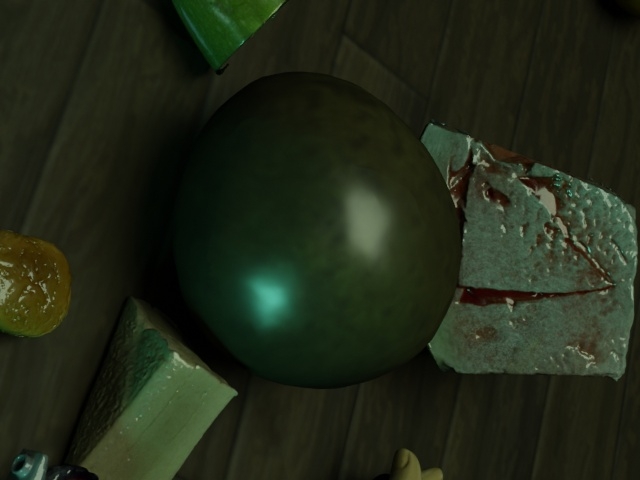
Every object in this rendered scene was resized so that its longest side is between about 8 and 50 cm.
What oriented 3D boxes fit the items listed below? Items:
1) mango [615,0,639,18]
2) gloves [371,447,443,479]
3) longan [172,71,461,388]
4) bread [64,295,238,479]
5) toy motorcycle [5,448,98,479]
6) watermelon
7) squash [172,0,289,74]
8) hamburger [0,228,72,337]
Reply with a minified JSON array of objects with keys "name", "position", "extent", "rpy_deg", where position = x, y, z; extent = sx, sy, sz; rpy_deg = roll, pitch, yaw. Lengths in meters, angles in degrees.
[{"name":"mango","position":[0.368,-0.318,1.799],"extent":[0.137,0.098,0.195],"rpy_deg":[55,41,-20]},{"name":"gloves","position":[0.065,0.262,1.358],"extent":[0.203,0.124,0.164],"rpy_deg":[-64,151,-58]},{"name":"longan","position":[0.000,0.000,1.279],"extent":[0.246,0.215,0.246],"rpy_deg":[-38,137,-46]},{"name":"bread","position":[-0.143,0.132,1.234],"extent":[0.152,0.105,0.077],"rpy_deg":[-50,123,-3]},{"name":"toy motorcycle","position":[-0.223,0.234,1.089],"extent":[0.122,0.080,0.215],"rpy_deg":[43,64,-39]},{"name":"watermelon","position":[0.190,0.006,1.463],"extent":[0.262,0.201,0.212],"rpy_deg":[-4,97,-65]},{"name":"squash","position":[-0.093,-0.212,1.322],"extent":[0.132,0.105,0.105],"rpy_deg":[44,52,-8]},{"name":"hamburger","position":[-0.214,0.030,1.167],"extent":[0.083,0.044,0.076],"rpy_deg":[12,75,-47]}]
